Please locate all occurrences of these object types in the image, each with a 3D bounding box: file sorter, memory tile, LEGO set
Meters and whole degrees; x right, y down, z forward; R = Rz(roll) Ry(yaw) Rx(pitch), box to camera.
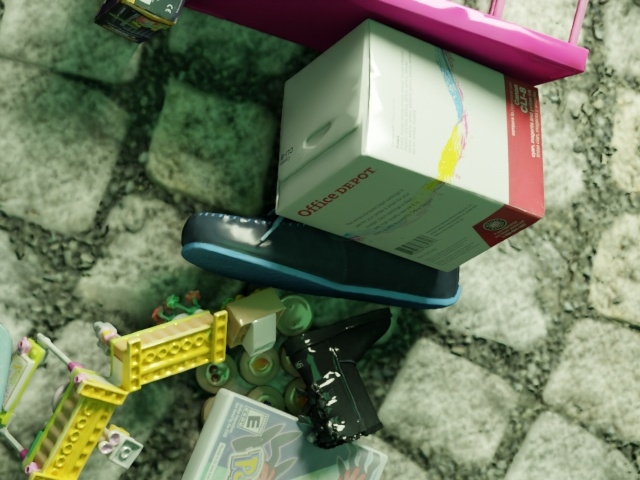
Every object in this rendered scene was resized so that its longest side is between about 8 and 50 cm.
[{"bbox_3d":[0.062,-0.250,1.259,0.290,0.202,0.182,16,83,-17],"label":"file sorter"},{"bbox_3d":[-0.051,0.124,1.328,0.113,0.012,0.148,-9,94,-17],"label":"memory tile"},{"bbox_3d":[-0.170,0.109,1.257,0.287,0.107,0.132,-46,136,-12],"label":"LEGO set"}]

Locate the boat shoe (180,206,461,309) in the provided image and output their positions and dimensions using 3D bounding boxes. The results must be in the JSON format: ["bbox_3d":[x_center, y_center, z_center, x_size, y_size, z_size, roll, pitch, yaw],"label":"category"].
[{"bbox_3d":[0.000,0.000,1.308,0.258,0.109,0.089,12,80,-34],"label":"boat shoe"}]

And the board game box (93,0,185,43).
[{"bbox_3d":[-0.117,-0.248,1.230,0.048,0.141,0.170,23,84,-15],"label":"board game box"}]

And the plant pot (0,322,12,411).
[{"bbox_3d":[-0.369,0.121,1.118,0.248,0.247,0.252,45,62,-13],"label":"plant pot"}]

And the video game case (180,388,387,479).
[{"bbox_3d":[-0.049,0.245,1.297,0.183,0.023,0.201,26,83,-35],"label":"video game case"}]

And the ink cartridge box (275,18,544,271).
[{"bbox_3d":[0.070,-0.073,1.239,0.176,0.128,0.127,18,60,-30],"label":"ink cartridge box"}]

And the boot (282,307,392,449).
[{"bbox_3d":[0.027,0.117,1.314,0.121,0.045,0.099,-18,84,-39],"label":"boot"}]
